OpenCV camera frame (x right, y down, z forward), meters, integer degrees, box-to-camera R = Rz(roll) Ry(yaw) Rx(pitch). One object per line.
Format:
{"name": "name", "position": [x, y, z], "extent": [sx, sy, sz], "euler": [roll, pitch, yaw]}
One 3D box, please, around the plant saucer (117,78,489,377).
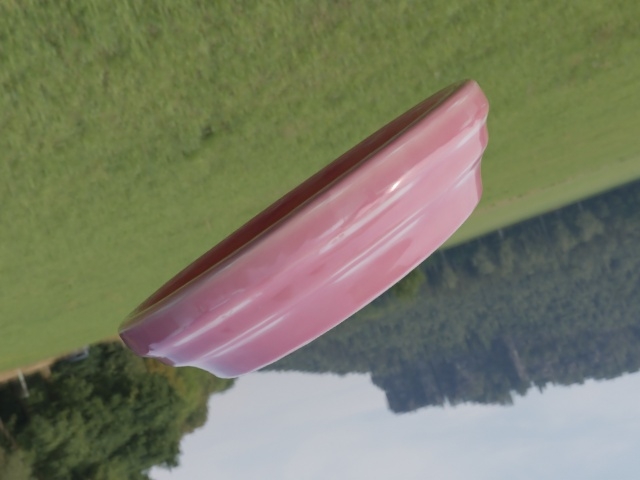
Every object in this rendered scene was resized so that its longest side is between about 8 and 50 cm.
{"name": "plant saucer", "position": [0.000, 0.000, 0.698], "extent": [0.332, 0.084, 0.332], "euler": [-34, -174, 4]}
